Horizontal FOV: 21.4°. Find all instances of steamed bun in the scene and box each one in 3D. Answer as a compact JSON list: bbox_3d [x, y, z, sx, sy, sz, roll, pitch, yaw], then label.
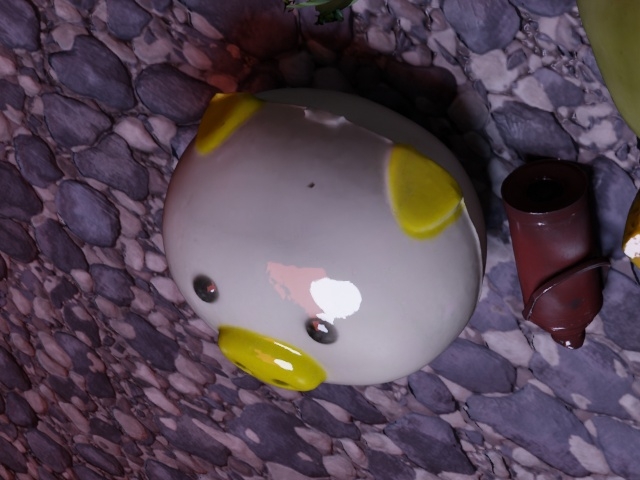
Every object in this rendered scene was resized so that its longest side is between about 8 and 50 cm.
[{"bbox_3d":[0.003,-0.004,1.886,0.374,0.334,0.334,17,138,21],"label":"steamed bun"}]

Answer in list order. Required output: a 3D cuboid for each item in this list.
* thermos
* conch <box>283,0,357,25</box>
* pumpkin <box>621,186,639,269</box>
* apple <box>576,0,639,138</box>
[{"bbox_3d":[0.260,0.026,1.874,0.124,0.099,0.232,-123,13,-49],"label":"thermos"},{"bbox_3d":[-0.004,-0.296,1.730,0.143,0.137,0.250,36,144,4],"label":"conch"},{"bbox_3d":[0.398,-0.065,1.642,0.131,0.126,0.248,36,127,-3],"label":"pumpkin"},{"bbox_3d":[0.377,-0.207,1.325,0.357,0.357,0.357,24,141,21],"label":"apple"}]
